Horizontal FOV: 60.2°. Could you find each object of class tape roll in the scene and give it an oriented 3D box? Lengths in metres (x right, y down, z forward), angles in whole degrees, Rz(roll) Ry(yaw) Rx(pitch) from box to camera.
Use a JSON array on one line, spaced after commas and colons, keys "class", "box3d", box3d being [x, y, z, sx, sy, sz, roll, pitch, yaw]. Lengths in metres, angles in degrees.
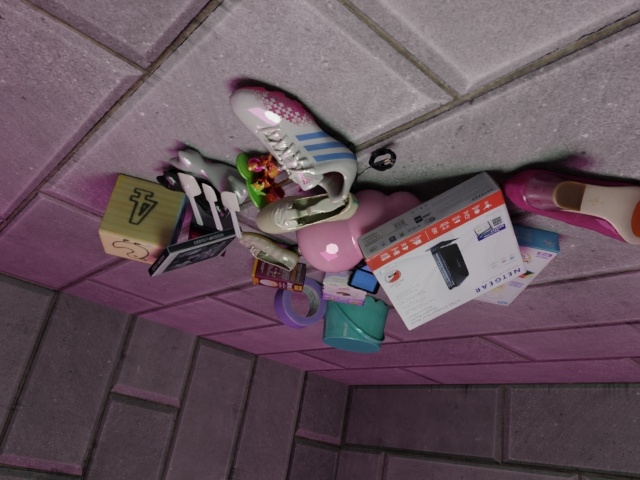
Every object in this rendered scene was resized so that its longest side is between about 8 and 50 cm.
[{"class": "tape roll", "box3d": [-0.077, 0.238, 2.108, 0.188, 0.189, 0.080, 21, 155, -23]}]

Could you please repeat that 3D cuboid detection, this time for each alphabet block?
[{"class": "alphabet block", "box3d": [-0.517, -0.053, 1.626, 0.197, 0.194, 0.192, 14, 155, -9]}]

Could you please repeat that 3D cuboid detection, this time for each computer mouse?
[{"class": "computer mouse", "box3d": [0.083, -0.158, 1.274, 0.041, 0.071, 0.242, 16, 156, -32]}]

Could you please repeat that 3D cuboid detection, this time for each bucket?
[{"class": "bucket", "box3d": [0.139, 0.343, 2.262, 0.281, 0.183, 0.281, 8, 158, 3]}]

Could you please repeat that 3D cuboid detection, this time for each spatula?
[{"class": "spatula", "box3d": [-0.283, -0.086, 1.455, 0.168, 0.019, 0.242, 17, 154, 7]}]

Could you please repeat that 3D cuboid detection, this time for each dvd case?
[{"class": "dvd case", "box3d": [-0.361, 0.031, 1.595, 0.238, 0.030, 0.179, -18, 168, -39]}]

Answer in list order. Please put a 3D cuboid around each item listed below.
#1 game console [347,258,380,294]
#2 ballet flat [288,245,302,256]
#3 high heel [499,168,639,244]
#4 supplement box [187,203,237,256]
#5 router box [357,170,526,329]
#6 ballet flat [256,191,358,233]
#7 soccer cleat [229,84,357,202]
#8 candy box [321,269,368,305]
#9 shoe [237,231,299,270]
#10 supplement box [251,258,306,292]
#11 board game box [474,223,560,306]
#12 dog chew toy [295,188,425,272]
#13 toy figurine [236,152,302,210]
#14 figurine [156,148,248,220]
[{"class": "game console", "box3d": [0.170, 0.125, 1.884, 0.122, 0.071, 0.107, 19, 153, -20]}, {"class": "ballet flat", "box3d": [-0.093, 0.053, 1.864, 0.057, 0.049, 0.173, 24, 154, -30]}, {"class": "high heel", "box3d": [0.592, -0.085, 1.234, 0.377, 0.127, 0.181, 17, -175, -24]}, {"class": "supplement box", "box3d": [-0.348, -0.031, 1.753, 0.130, 0.073, 0.239, 15, 156, -11]}, {"class": "router box", "box3d": [0.300, 0.036, 1.330, 0.335, 0.082, 0.301, -29, 130, 8]}, {"class": "ballet flat", "box3d": [-0.036, -0.069, 1.280, 0.248, 0.086, 0.086, -13, 153, 6]}, {"class": "soccer cleat", "box3d": [-0.050, -0.194, 1.155, 0.331, 0.143, 0.116, 27, 152, -31]}, {"class": "candy box", "box3d": [0.091, 0.170, 2.030, 0.164, 0.070, 0.196, 10, 158, 2]}, {"class": "shoe", "box3d": [-0.178, 0.035, 1.811, 0.219, 0.058, 0.077, 23, 149, 4]}, {"class": "supplement box", "box3d": [-0.150, 0.124, 2.012, 0.188, 0.081, 0.104, 10, 157, 1]}, {"class": "board game box", "box3d": [0.482, 0.068, 1.556, 0.242, 0.064, 0.317, 12, 146, -3]}, {"class": "dog chew toy", "box3d": [0.109, -0.036, 1.395, 0.331, 0.207, 0.207, -12, 151, 16]}, {"class": "toy figurine", "box3d": [-0.092, -0.165, 1.327, 0.159, 0.130, 0.173, -20, 120, 28]}, {"class": "figurine", "box3d": [-0.308, -0.154, 1.445, 0.209, 0.092, 0.215, 25, 152, -22]}]
